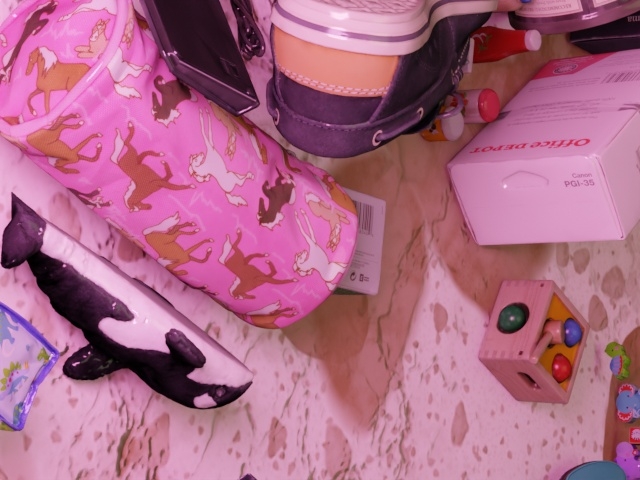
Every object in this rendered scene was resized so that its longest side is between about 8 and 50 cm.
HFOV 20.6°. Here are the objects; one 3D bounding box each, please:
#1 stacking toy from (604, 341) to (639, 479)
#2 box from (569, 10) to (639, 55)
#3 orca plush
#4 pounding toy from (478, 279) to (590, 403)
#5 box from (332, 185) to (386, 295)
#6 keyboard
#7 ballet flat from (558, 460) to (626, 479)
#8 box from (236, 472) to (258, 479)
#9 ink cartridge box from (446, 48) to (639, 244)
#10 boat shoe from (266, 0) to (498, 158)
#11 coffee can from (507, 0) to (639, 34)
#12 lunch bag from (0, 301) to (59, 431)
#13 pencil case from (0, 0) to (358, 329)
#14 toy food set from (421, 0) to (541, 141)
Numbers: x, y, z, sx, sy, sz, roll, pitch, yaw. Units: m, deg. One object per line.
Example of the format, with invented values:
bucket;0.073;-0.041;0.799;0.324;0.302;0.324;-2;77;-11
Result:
stacking toy;0.413;0.254;2.335;0.167;0.052;0.221;23;70;-52
box;0.498;-0.374;2.347;0.343;0.179;0.312;18;74;-51
orca plush;-0.185;0.084;1.515;0.102;0.151;0.287;-50;138;0
pounding toy;0.258;0.121;2.088;0.141;0.100;0.130;47;54;-42
box;0.000;0.000;1.764;0.101;0.087;0.102;15;78;-51
keyboard;-0.123;-0.237;1.526;0.201;0.033;0.317;24;38;-52
ballet flat;0.305;0.332;2.178;0.203;0.074;0.074;-25;109;-48
box;-0.003;0.413;1.559;0.183;0.296;0.294;-38;131;3
ink cartridge box;0.310;-0.113;2.072;0.283;0.207;0.117;-45;122;-43
boat shoe;0.057;-0.192;1.722;0.500;0.187;0.156;-48;150;-69
coffee can;0.283;-0.405;2.046;0.201;0.201;0.275;-42;122;-44
lunch bag;-0.299;0.078;1.339;0.151;0.129;0.096;51;51;-40
pencil case;-0.125;-0.073;1.548;0.160;0.167;0.386;-42;135;8
toy food set;0.184;-0.223;1.994;0.111;0.104;0.232;18;75;-51
